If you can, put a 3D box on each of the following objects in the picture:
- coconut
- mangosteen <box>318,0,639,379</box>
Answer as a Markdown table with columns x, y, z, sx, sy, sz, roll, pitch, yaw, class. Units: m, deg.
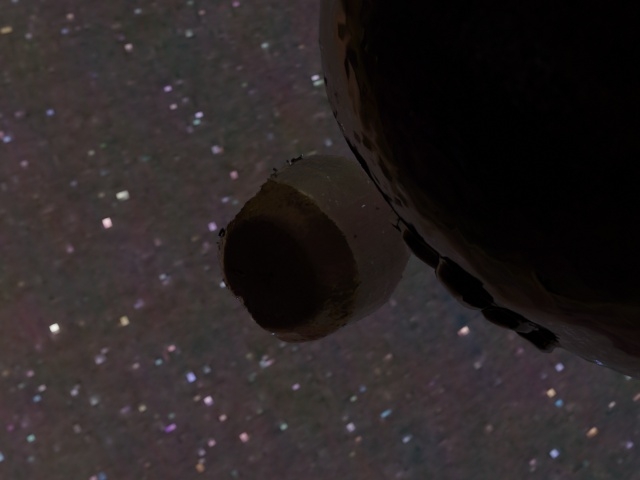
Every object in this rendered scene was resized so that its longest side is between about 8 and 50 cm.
| x | y | z | sx | sy | sz | roll | pitch | yaw | class |
| --- | --- | --- | --- | --- | --- | --- | --- | --- | --- |
| 0.000 | 0.000 | 0.870 | 0.110 | 0.124 | 0.110 | 12 | -66 | 29 | coconut |
| 0.157 | -0.094 | 0.582 | 0.330 | 0.330 | 0.330 | 15 | -65 | 34 | mangosteen |
